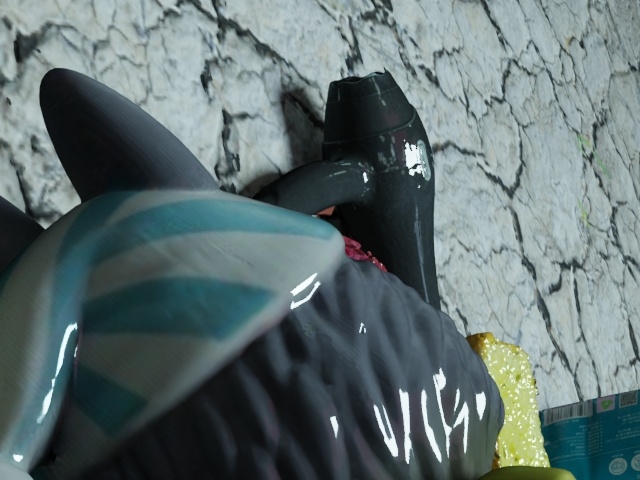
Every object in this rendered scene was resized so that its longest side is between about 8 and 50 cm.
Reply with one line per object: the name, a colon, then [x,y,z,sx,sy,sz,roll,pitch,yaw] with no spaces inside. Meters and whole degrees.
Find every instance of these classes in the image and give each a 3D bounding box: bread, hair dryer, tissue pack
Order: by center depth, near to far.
hair dryer: [0.000,0.000,0.956,0.272,0.091,0.235,-22,103,-47]
bread: [0.154,0.177,1.086,0.103,0.065,0.187,11,63,-57]
tissue pack: [0.304,0.214,1.202,0.082,0.169,0.120,51,35,-34]

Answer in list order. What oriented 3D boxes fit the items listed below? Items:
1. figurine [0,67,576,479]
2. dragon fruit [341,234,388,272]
figurine: [-0.110,0.120,0.627,0.378,0.266,0.361,43,56,14]
dragon fruit: [-0.020,0.065,0.846,0.111,0.153,0.153,-152,-139,-86]
